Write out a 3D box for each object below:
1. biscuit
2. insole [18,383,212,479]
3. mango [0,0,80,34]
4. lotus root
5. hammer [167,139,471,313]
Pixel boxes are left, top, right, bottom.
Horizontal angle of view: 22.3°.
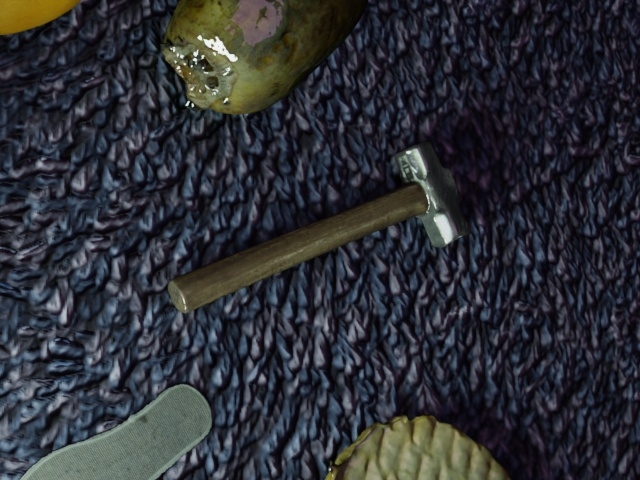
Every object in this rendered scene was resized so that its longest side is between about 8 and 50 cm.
[{"bbox_3d":[0.102,0.263,1.598,0.274,0.036,0.187,9,68,-32],"label":"biscuit"},{"bbox_3d":[-0.180,0.198,1.440,0.232,0.003,0.080,-31,92,-39],"label":"insole"},{"bbox_3d":[-0.282,-0.241,1.478,0.184,0.085,0.102,-27,90,-33],"label":"mango"},{"bbox_3d":[-0.041,-0.236,1.602,0.152,0.160,0.275,38,54,-6],"label":"lotus root"},{"bbox_3d":[0.000,0.000,1.625,0.365,0.043,0.111,-22,88,-37],"label":"hammer"}]
